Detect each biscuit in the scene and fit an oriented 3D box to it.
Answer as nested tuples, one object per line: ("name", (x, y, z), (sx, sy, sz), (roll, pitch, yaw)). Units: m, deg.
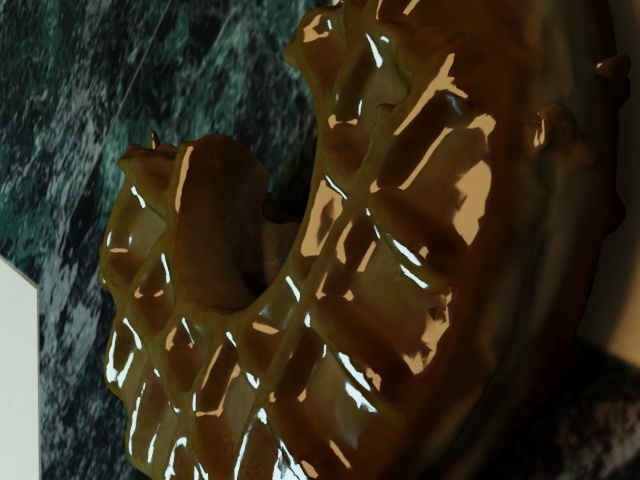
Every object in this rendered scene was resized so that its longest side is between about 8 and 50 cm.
("biscuit", (0.006, 0.013, 0.674), (0.366, 0.115, 0.268), (-35, 53, 51))
